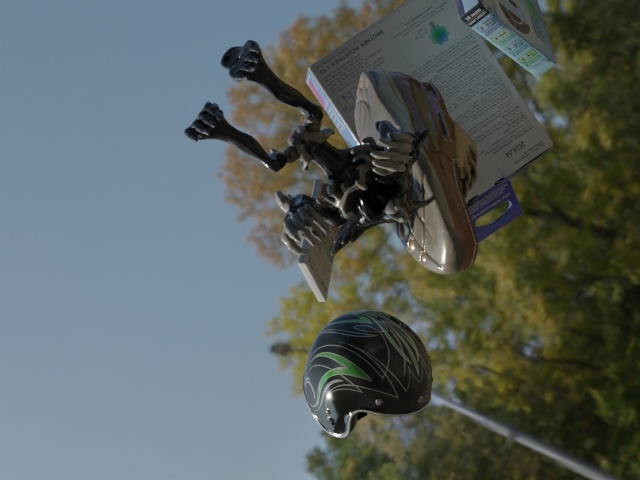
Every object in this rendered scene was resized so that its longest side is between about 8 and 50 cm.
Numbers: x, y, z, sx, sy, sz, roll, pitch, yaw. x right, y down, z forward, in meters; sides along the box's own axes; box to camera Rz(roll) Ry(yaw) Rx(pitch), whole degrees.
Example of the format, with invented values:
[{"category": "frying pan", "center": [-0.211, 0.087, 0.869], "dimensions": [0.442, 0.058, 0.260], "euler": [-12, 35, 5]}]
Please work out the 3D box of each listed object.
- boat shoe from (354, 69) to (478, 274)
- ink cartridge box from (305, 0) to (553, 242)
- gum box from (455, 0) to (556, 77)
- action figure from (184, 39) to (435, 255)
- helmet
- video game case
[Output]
[{"category": "boat shoe", "center": [0.136, -0.096, 1.369], "dimensions": [0.116, 0.324, 0.123], "euler": [-4, -41, -17]}, {"category": "ink cartridge box", "center": [0.191, -0.184, 1.870], "dimensions": [0.270, 0.395, 0.151], "euler": [-34, -1, 0]}, {"category": "gum box", "center": [0.267, -0.348, 1.689], "dimensions": [0.184, 0.041, 0.157], "euler": [27, -139, -35]}, {"category": "action figure", "center": [0.010, -0.066, 1.082], "dimensions": [0.275, 0.141, 0.164], "euler": [30, -71, -26]}, {"category": "helmet", "center": [0.066, 0.174, 1.517], "dimensions": [0.169, 0.169, 0.161], "euler": [-37, -9, -48]}, {"category": "video game case", "center": [0.000, 0.000, 1.363], "dimensions": [0.087, 0.011, 0.122], "euler": [63, -149, -51]}]
